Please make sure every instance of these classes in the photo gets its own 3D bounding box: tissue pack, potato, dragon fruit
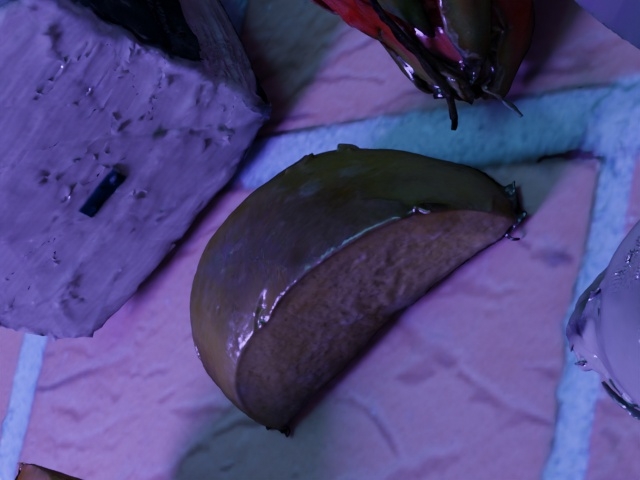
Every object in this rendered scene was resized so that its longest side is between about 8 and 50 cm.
[{"bbox_3d":[-0.240,-0.170,1.421,0.264,0.253,0.416,-50,40,23],"label":"tissue pack"},{"bbox_3d":[0.000,0.000,1.181,0.243,0.098,0.138,-43,43,28],"label":"potato"},{"bbox_3d":[0.070,-0.209,1.135,0.234,0.234,0.293,-31,82,38],"label":"dragon fruit"}]

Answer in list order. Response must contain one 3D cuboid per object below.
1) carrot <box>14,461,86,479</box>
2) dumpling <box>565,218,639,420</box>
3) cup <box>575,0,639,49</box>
[{"bbox_3d":[-0.152,0.280,1.185,0.196,0.196,0.254,1,64,50],"label":"carrot"},{"bbox_3d":[0.217,0.015,0.909,0.172,0.142,0.247,-40,24,-21],"label":"dumpling"},{"bbox_3d":[0.242,-0.224,0.935,0.288,0.203,0.203,-59,38,23],"label":"cup"}]
